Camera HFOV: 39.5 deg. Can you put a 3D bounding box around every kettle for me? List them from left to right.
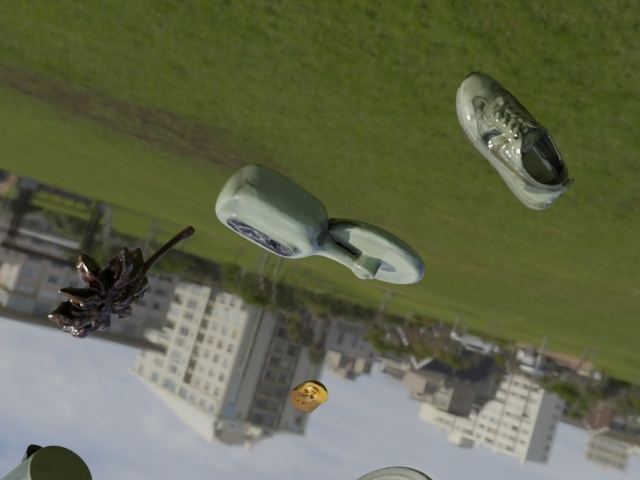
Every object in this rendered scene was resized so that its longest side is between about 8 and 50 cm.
[{"bbox_3d":[-0.467,0.467,1.450,0.210,0.243,0.160,55,-152,15],"label":"kettle"}]

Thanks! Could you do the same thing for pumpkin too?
[{"bbox_3d":[-0.015,0.251,1.467,0.050,0.028,0.083,47,134,-10],"label":"pumpkin"}]

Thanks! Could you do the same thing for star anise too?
[{"bbox_3d":[-0.297,0.055,1.312,0.073,0.234,0.177,37,-177,22],"label":"star anise"}]

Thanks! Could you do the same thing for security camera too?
[{"bbox_3d":[0.000,0.000,1.220,0.302,0.080,0.157,28,159,-9],"label":"security camera"}]

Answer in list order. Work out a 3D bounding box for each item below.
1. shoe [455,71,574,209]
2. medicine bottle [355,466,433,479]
[{"bbox_3d":[0.340,-0.180,1.553,0.275,0.103,0.098,50,162,-1],"label":"shoe"},{"bbox_3d":[0.138,0.501,1.349,0.238,0.238,0.232,11,148,53],"label":"medicine bottle"}]
